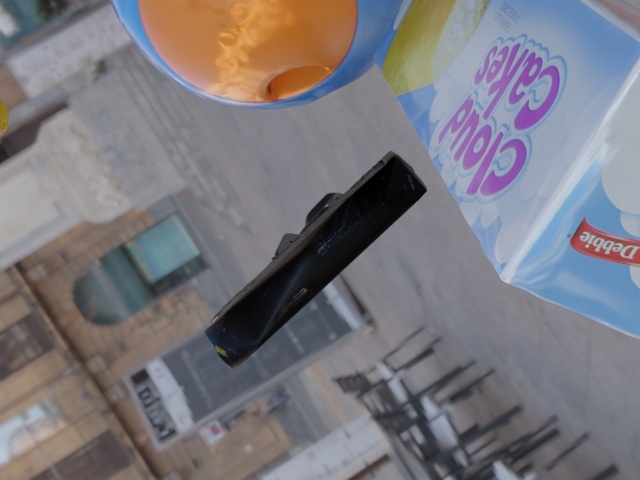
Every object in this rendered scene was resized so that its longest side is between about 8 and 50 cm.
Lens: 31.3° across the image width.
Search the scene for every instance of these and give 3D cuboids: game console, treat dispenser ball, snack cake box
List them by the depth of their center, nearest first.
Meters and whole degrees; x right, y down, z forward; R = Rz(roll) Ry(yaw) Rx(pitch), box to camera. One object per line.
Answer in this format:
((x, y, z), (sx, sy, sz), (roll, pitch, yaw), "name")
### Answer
((0.126, -0.047, 0.474), (0.152, 0.089, 0.264), (24, -161, -16), "snack cake box")
((-0.051, -0.262, 1.024), (0.288, 0.288, 0.288), (56, 173, 11), "treat dispenser ball")
((0.000, 0.000, 1.044), (0.044, 0.213, 0.361), (47, -174, -4), "game console")

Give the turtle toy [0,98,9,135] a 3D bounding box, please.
((-0.188, -0.066, 0.459), (0.130, 0.095, 0.066), (27, 128, 1), "turtle toy")
